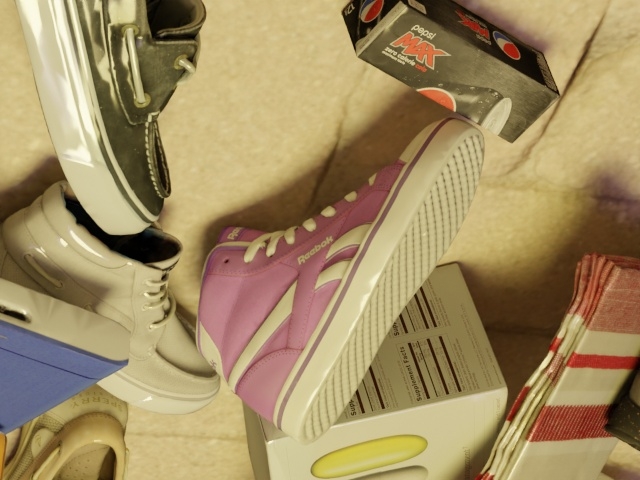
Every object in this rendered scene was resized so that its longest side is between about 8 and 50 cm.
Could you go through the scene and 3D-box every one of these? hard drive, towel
[{"bbox_3d":[-0.325,0.107,1.410,0.210,0.040,0.318,24,142,-35],"label":"hard drive"},{"bbox_3d":[0.208,0.163,1.561,0.237,0.037,0.329,9,109,-61],"label":"towel"}]

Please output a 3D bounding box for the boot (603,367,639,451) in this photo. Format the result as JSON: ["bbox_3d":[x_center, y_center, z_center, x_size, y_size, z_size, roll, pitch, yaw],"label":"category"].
[{"bbox_3d":[0.395,0.097,1.637,0.338,0.118,0.223,9,107,-60],"label":"boot"}]

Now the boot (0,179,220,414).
[{"bbox_3d":[-0.145,0.047,1.438,0.123,0.095,0.258,-35,133,28],"label":"boot"}]

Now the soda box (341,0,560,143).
[{"bbox_3d":[0.098,-0.137,1.360,0.169,0.053,0.060,25,123,-35],"label":"soda box"}]

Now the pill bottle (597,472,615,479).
[{"bbox_3d":[0.203,0.386,1.835,0.176,0.176,0.318,8,131,-24],"label":"pill bottle"}]

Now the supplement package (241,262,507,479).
[{"bbox_3d":[0.042,0.154,1.569,0.203,0.149,0.194,-12,137,-7],"label":"supplement package"}]

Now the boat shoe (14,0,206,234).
[{"bbox_3d":[-0.134,-0.137,1.236,0.119,0.121,0.335,-11,135,0],"label":"boat shoe"}]

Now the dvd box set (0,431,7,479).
[{"bbox_3d":[-0.474,0.118,1.323,0.307,0.062,0.420,-14,148,23],"label":"dvd box set"}]

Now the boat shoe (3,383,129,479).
[{"bbox_3d":[-0.228,0.238,1.605,0.109,0.098,0.302,4,133,-21],"label":"boat shoe"}]

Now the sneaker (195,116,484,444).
[{"bbox_3d":[-0.001,0.000,1.418,0.282,0.161,0.102,-56,155,9],"label":"sneaker"}]
